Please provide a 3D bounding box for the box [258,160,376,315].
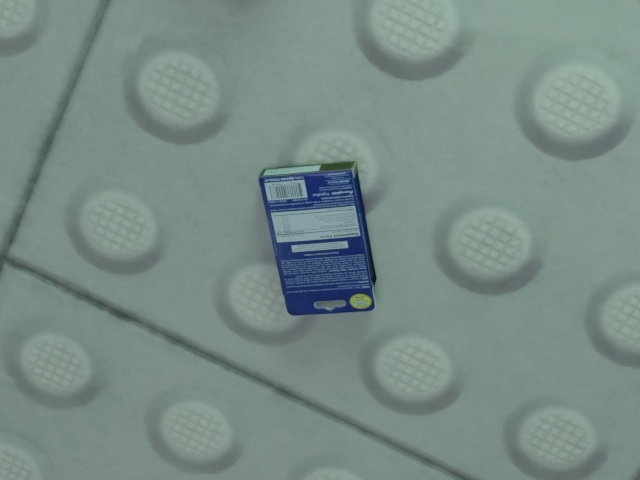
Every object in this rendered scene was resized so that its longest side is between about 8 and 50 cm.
[{"bbox_3d":[0.000,0.000,2.061,0.136,0.036,0.225,-4,116,13],"label":"box"}]
